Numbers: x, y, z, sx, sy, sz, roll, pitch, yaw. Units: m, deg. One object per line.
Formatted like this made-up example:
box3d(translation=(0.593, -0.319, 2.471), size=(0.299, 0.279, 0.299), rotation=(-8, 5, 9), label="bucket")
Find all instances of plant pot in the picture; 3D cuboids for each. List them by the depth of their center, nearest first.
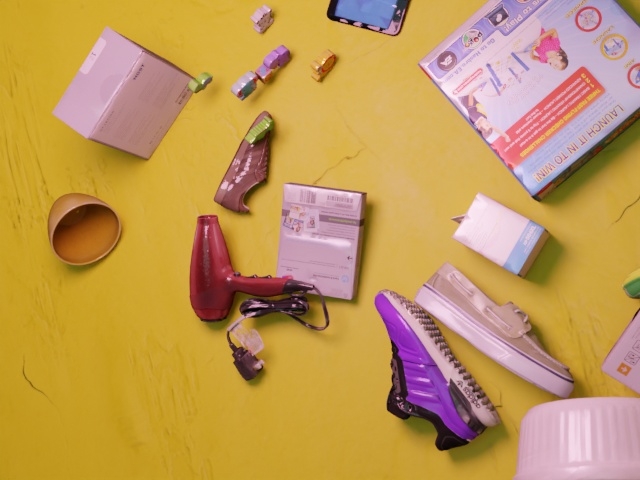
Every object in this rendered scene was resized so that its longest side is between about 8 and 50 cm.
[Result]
box3d(translation=(-0.450, -0.036, 2.098), size=(0.134, 0.134, 0.095), rotation=(-51, 47, 7), label="plant pot")

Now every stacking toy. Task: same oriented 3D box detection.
box3d(translation=(-0.106, -0.298, 2.010), size=(0.167, 0.052, 0.221), rotation=(40, 77, 18), label="stacking toy")

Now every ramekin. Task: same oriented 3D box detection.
box3d(translation=(0.422, 0.317, 1.710), size=(0.273, 0.273, 0.127), rotation=(-6, 70, 17), label="ramekin")

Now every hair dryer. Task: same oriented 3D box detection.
box3d(translation=(-0.129, 0.077, 1.992), size=(0.224, 0.080, 0.293), rotation=(-40, 87, 20), label="hair dryer")

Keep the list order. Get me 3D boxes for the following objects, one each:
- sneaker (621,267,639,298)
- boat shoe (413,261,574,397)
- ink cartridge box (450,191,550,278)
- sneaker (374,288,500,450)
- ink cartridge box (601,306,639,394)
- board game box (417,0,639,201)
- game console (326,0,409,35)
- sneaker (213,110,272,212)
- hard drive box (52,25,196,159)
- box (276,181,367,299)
box3d(translation=(0.614, 0.088, 1.744), size=(0.296, 0.109, 0.123), rotation=(4, 82, 18), label="sneaker")
box3d(translation=(0.291, 0.143, 1.846), size=(0.302, 0.109, 0.094), rotation=(35, 92, 20), label="boat shoe")
box3d(translation=(0.290, -0.013, 1.866), size=(0.143, 0.092, 0.090), rotation=(32, 94, 17), label="ink cartridge box")
box3d(translation=(0.155, 0.222, 1.882), size=(0.146, 0.102, 0.293), rotation=(-39, 75, 11), label="sneaker")
box3d(translation=(0.629, 0.219, 1.706), size=(0.371, 0.069, 0.175), rotation=(33, 118, 12), label="ink cartridge box")
box3d(translation=(0.375, -0.276, 1.869), size=(0.308, 0.086, 0.302), rotation=(-40, 75, 10), label="board game box")
box3d(translation=(0.081, -0.442, 1.983), size=(0.144, 0.124, 0.085), rotation=(18, 64, 18), label="game console")
box3d(translation=(-0.121, -0.139, 2.037), size=(0.071, 0.066, 0.188), rotation=(28, 91, -8), label="sneaker")
box3d(translation=(-0.341, -0.256, 2.019), size=(0.089, 0.232, 0.181), rotation=(35, 95, 17), label="hard drive box")
box3d(translation=(0.000, 0.000, 1.967), size=(0.145, 0.038, 0.186), rotation=(8, 99, 18), label="box")
